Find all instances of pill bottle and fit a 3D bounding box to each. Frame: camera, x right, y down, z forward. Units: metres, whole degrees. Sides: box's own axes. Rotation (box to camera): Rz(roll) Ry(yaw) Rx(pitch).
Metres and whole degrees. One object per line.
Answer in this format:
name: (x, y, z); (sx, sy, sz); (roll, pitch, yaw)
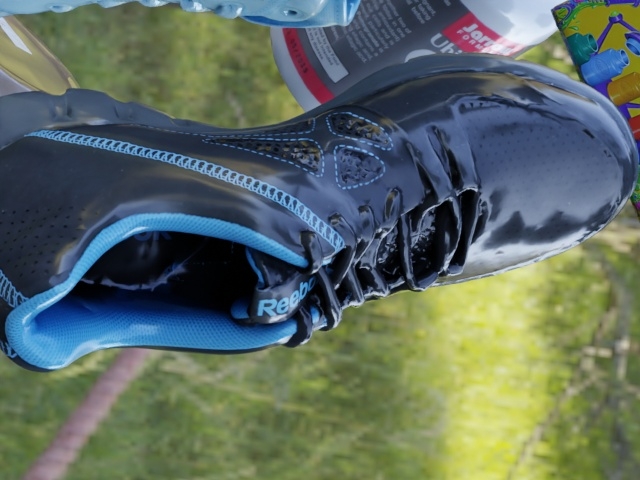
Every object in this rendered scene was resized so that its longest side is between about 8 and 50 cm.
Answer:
pill bottle: (0.117, -0.230, 1.563); (0.176, 0.318, 0.176); (26, 48, -34)

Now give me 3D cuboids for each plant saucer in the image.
plant saucer: (-0.332, -0.192, 1.677); (0.041, 0.278, 0.278); (-48, 170, 10)

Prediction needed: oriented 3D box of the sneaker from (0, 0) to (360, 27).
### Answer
sneaker: (-0.054, -0.157, 0.888); (0.150, 0.366, 0.135); (58, 36, -27)

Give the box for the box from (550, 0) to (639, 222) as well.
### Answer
box: (0.362, -0.081, 1.237); (0.177, 0.279, 0.290); (23, 46, -67)

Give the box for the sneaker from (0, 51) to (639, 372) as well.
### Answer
sneaker: (0.000, 0.000, 0.788); (0.140, 0.340, 0.125); (-120, -153, -54)
